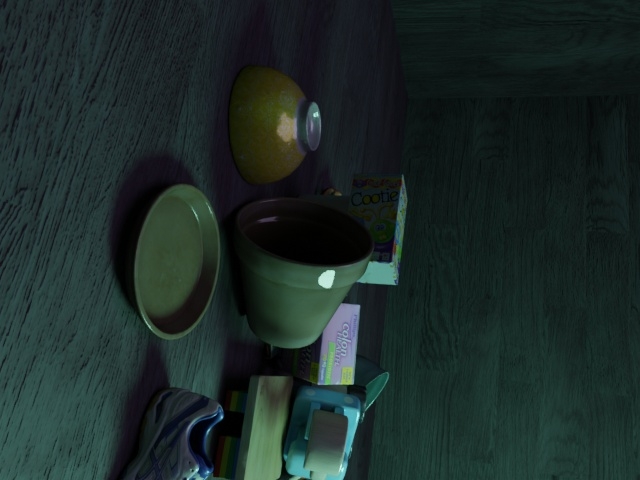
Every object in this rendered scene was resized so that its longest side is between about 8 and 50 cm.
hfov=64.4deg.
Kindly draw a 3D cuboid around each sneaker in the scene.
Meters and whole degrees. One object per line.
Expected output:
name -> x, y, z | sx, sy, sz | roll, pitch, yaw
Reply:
sneaker -> -0.255, 0.400, 0.851 | 0.112, 0.130, 0.297 | 66, 33, -61

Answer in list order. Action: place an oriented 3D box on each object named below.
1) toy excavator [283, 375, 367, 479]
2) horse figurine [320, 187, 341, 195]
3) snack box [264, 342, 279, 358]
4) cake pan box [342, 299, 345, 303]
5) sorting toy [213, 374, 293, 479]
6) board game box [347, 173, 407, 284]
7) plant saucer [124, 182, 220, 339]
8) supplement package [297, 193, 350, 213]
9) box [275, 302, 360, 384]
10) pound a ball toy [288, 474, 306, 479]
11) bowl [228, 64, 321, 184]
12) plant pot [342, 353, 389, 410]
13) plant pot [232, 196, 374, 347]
toy excavator -> 0.006, 0.518, 1.314 | 0.445, 0.222, 0.433 | -79, -179, -66
horse figurine -> 0.039, -0.117, 1.854 | 0.263, 0.066, 0.175 | 65, 38, -63
snack box -> -0.133, 0.233, 1.417 | 0.064, 0.022, 0.179 | -15, 108, -74
cake pan box -> 0.052, 0.148, 1.954 | 0.246, 0.070, 0.267 | -58, 148, -55
sorting toy -> -0.162, 0.459, 1.248 | 0.255, 0.089, 0.257 | 45, 50, -69
board game box -> 0.154, -0.034, 1.412 | 0.144, 0.141, 0.276 | 63, 33, -58
plant saucer -> -0.260, 0.035, 0.910 | 0.278, 0.041, 0.278 | 3, 90, -74
supplement package -> 0.000, 0.000, 1.502 | 0.263, 0.199, 0.198 | -56, 145, -60
box -> -0.013, 0.275, 1.428 | 0.117, 0.242, 0.214 | 10, 82, -32
pound a ball toy -> -0.062, 0.767, 1.605 | 0.136, 0.208, 0.319 | 59, -2, 14
bowl -> -0.088, -0.276, 1.226 | 0.289, 0.155, 0.290 | 3, 90, -74
plant pot -> 0.065, 0.499, 1.748 | 0.293, 0.196, 0.293 | -37, 151, -25
plant pot -> -0.061, 0.088, 1.214 | 0.323, 0.322, 0.281 | -56, 162, -60
